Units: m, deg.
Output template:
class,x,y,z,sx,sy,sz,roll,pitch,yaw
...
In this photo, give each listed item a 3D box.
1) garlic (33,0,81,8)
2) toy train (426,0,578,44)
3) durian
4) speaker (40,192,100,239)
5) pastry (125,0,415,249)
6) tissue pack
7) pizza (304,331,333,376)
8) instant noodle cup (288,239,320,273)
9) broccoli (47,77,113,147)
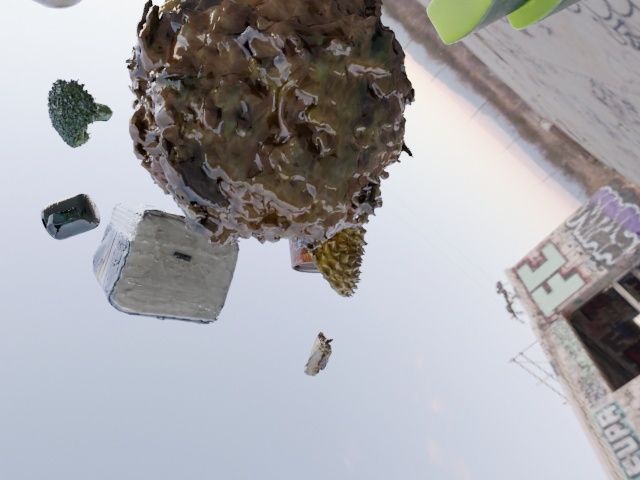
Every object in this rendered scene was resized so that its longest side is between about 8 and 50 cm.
class,x,y,z,sx,sy,sz,roll,pitch,yaw
garlic,-0.581,-0.568,1.023,0.217,0.228,0.110,13,-125,-9
toy train,0.268,-0.417,0.600,0.272,0.442,0.179,60,168,-1
durian,0.044,0.052,1.402,0.305,0.185,0.196,59,-148,-30
speaker,-0.380,-0.030,0.759,0.094,0.075,0.060,-120,10,-61
pastry,-0.031,-0.120,0.427,0.275,0.275,0.193,23,168,-33
tissue pack,-0.421,0.043,1.311,0.264,0.253,0.416,18,179,-31
pizza,0.006,0.373,1.681,0.069,0.194,0.154,26,-114,-1
instant noodle cup,0.000,0.000,1.698,0.250,0.250,0.192,13,-111,-44
broccoli,-0.733,-0.393,1.559,0.194,0.220,0.194,18,-159,-7
